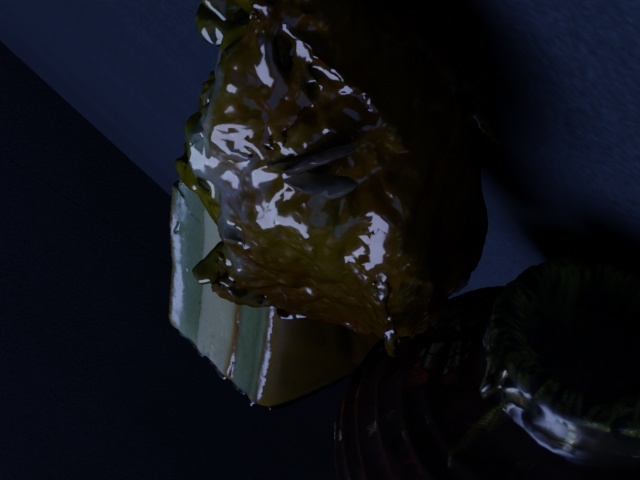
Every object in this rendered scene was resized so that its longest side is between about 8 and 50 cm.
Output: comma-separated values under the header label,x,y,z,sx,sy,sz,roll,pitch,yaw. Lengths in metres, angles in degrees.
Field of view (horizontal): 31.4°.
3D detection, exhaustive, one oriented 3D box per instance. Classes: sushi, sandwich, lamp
label,x,y,z,sx,sy,sz,roll,pitch,yaw
sushi,-0.002,-0.043,0.568,0.179,0.167,0.296,18,175,15
sandwich,0.000,0.000,0.996,0.155,0.227,0.198,38,137,34
lamp,0.127,0.124,0.638,0.247,0.247,0.247,40,173,6
